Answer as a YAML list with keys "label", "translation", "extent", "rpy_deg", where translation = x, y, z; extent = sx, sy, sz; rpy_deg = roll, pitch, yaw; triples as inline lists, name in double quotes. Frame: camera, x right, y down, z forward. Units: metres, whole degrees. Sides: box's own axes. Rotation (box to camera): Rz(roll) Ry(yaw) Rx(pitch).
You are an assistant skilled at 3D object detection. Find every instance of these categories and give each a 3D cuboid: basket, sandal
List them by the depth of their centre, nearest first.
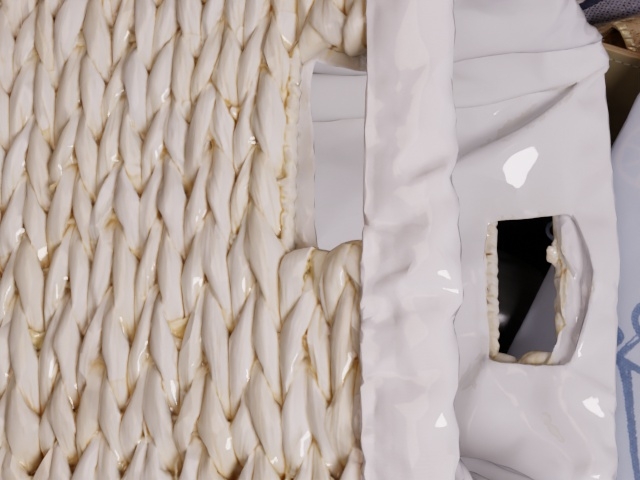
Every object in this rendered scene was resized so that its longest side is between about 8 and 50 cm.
- label: "basket"
  translation: [0.000, 0.000, 0.732]
  extent: [0.267, 0.331, 0.328]
  rpy_deg: [-4, 75, 22]
- label: "sandal"
  translation: [0.234, -0.117, 0.942]
  extent: [0.240, 0.088, 0.079]
  rpy_deg: [7, 43, 25]

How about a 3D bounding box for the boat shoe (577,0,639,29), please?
- label: "boat shoe"
  translation: [0.092, -0.202, 1.000]
  extent: [0.341, 0.158, 0.127]
  rpy_deg: [-12, 59, 23]

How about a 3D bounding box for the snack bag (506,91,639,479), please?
- label: "snack bag"
  translation: [0.251, 0.068, 0.784]
  extent: [0.323, 0.037, 0.342]
  rpy_deg: [29, 95, 43]

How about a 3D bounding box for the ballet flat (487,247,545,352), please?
- label: "ballet flat"
  translation: [0.018, 0.027, 0.956]
  extent: [0.281, 0.096, 0.095]
  rpy_deg: [4, 65, 30]
